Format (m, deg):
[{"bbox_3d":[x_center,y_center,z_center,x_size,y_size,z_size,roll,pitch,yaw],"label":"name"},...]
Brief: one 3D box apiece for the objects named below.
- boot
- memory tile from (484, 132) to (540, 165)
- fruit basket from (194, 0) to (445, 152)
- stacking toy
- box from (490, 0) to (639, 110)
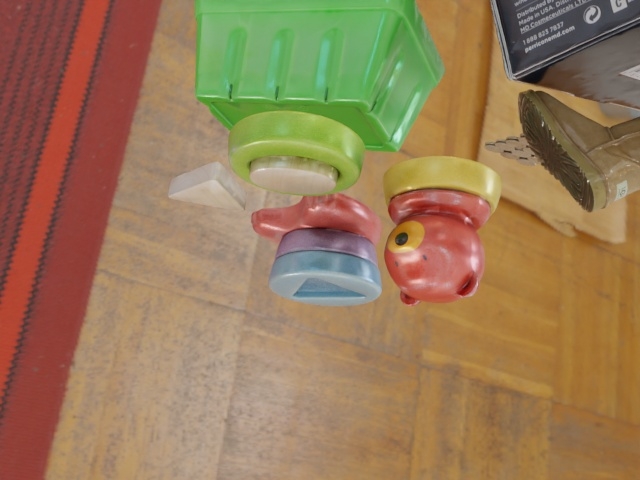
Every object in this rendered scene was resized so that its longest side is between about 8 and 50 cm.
[{"bbox_3d":[0.443,-0.158,1.102,0.270,0.089,0.236,-20,55,-7],"label":"boot"},{"bbox_3d":[0.370,-0.161,1.412,0.113,0.148,0.012,18,84,-19],"label":"memory tile"},{"bbox_3d":[-0.001,-0.349,1.242,0.283,0.392,0.391,44,51,-60],"label":"fruit basket"},{"bbox_3d":[0.000,0.000,0.821,0.280,0.309,0.130,17,67,-30],"label":"stacking toy"},{"bbox_3d":[0.474,-0.481,1.192,0.480,0.297,0.471,-2,77,-45],"label":"box"}]
